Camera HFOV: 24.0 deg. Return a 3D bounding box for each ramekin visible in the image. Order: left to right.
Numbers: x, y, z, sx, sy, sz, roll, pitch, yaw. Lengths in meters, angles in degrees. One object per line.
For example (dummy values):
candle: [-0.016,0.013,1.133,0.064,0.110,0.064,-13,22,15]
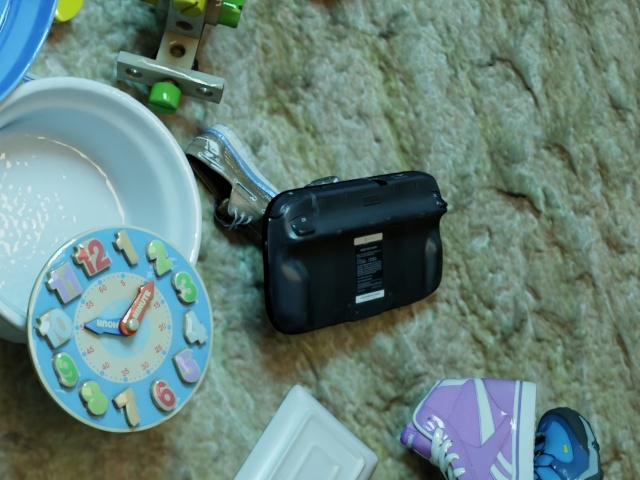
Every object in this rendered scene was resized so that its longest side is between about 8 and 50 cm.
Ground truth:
ramekin: [-0.274,-0.019,1.562,0.277,0.135,0.277,8,75,-33]

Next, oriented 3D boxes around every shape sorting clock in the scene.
shape sorting clock: [-0.193,0.086,1.487,0.206,0.040,0.206,7,77,-32]

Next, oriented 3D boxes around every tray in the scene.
tray: [-0.035,0.305,1.703,0.145,0.030,0.270,44,56,-17]

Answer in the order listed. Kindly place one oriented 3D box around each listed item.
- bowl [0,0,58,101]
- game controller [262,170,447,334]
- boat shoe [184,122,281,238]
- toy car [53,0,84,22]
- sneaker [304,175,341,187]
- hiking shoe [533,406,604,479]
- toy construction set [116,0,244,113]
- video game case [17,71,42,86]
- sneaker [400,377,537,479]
bowl: [-0.402,-0.289,1.382,0.391,0.077,0.391,-7,98,-52]
game controller: [0.045,0.011,1.782,0.319,0.067,0.166,-11,111,-49]
boat shoe: [-0.093,-0.045,1.754,0.066,0.066,0.183,-37,88,-31]
toy car: [-0.392,-0.326,1.635,0.225,0.053,0.239,-20,87,-36]
sneaker: [0.000,0.000,1.811,0.073,0.063,0.162,28,67,-42]
hiking shoe: [0.257,0.329,1.845,0.132,0.113,0.304,28,58,-18]
toy construction set: [-0.175,-0.284,1.662,0.309,0.257,0.237,27,72,-27]
video game case: [-0.333,-0.129,1.641,0.087,0.011,0.122,23,65,-27]
sneaker: [0.170,0.281,1.774,0.161,0.102,0.282,7,44,2]
